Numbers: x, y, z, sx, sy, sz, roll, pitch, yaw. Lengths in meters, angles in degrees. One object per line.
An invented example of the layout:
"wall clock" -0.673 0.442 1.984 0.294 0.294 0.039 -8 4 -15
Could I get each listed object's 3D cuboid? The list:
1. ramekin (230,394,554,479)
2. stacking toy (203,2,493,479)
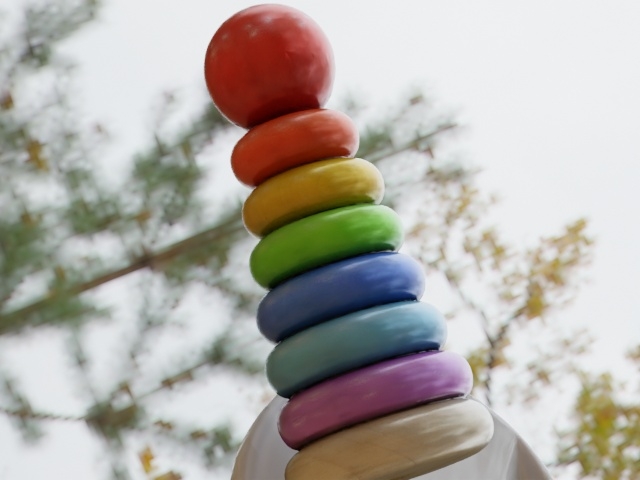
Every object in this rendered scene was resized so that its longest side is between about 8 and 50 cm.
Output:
"ramekin" 0.044 0.234 1.305 0.273 0.273 0.127 55 -41 17
"stacking toy" 0.000 0.000 1.209 0.141 0.141 0.330 -36 -111 55
